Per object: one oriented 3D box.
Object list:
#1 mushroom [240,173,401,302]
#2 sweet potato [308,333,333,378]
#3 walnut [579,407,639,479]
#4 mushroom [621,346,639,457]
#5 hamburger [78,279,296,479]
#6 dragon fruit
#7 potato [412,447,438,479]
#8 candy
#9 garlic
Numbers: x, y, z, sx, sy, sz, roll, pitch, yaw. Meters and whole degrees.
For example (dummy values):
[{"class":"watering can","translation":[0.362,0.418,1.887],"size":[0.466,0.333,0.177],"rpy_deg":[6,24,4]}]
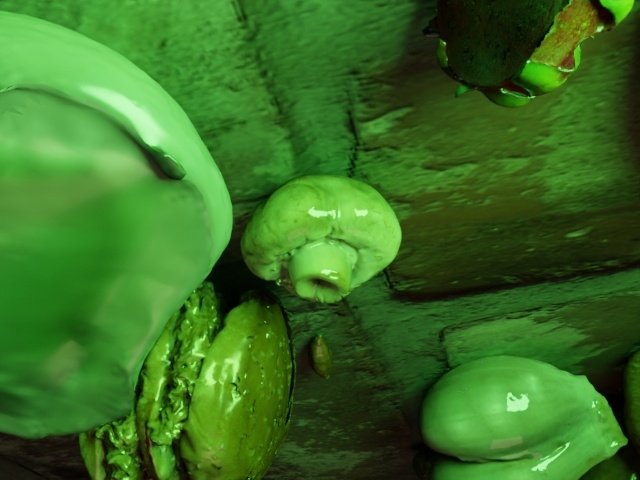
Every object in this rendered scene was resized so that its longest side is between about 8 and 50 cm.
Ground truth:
[{"class":"mushroom","translation":[0.000,0.000,0.590],"size":[0.148,0.112,0.148],"rpy_deg":[4,142,3]},{"class":"sweet potato","translation":[0.000,0.153,0.855],"size":[0.034,0.034,0.095],"rpy_deg":[-5,132,1]},{"class":"walnut","translation":[0.556,0.436,1.055],"size":[0.277,0.252,0.313],"rpy_deg":[-2,113,17]},{"class":"mushroom","translation":[0.576,0.263,0.829],"size":[0.346,0.345,0.259],"rpy_deg":[-6,162,2]},{"class":"hamburger","translation":[-0.144,0.165,0.705],"size":[0.211,0.245,0.260],"rpy_deg":[-2,108,9]},{"class":"dragon fruit","translation":[0.130,-0.156,0.410],"size":[0.142,0.138,0.175],"rpy_deg":[16,-167,38]},{"class":"potato","translation":[0.265,0.416,1.177],"size":[0.188,0.085,0.105],"rpy_deg":[0,180,2]},{"class":"candy","translation":[-0.292,-0.013,0.484],"size":[0.427,0.186,0.386],"rpy_deg":[11,131,-14]},{"class":"garlic","translation":[0.248,0.294,0.980],"size":[0.246,0.231,0.340],"rpy_deg":[-36,176,-30]}]
